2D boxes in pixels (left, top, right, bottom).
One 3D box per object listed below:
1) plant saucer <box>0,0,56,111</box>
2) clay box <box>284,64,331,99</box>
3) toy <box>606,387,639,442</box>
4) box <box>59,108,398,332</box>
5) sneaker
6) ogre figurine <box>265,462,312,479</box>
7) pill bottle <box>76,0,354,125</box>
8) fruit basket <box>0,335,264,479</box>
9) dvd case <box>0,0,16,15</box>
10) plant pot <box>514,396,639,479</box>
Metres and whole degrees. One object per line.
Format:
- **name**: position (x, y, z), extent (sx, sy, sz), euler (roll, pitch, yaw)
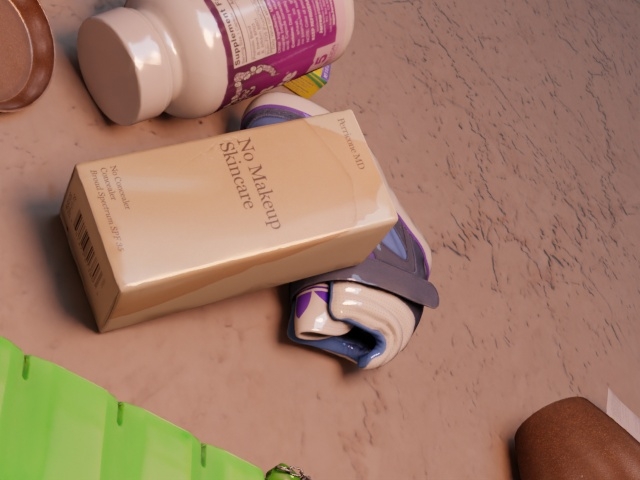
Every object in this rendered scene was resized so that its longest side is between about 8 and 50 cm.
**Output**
- **plant saucer**: position (-0.349, -0.211, 1.251), extent (0.168, 0.029, 0.169), euler (24, 59, -48)
- **clay box**: position (-0.082, -0.295, 1.575), extent (0.222, 0.053, 0.127), euler (31, 47, -26)
- **toy**: position (0.448, 0.326, 1.658), extent (0.237, 0.056, 0.137), euler (44, 37, -24)
- **box**: position (-0.094, -0.024, 1.246), extent (0.311, 0.121, 0.148), euler (-16, 73, -26)
- **sneaker**: position (0.000, 0.000, 1.391), extent (0.323, 0.130, 0.236), euler (49, 36, -15)
- **ogre figurine**: position (-0.008, 0.326, 1.197), extent (0.118, 0.097, 0.197), euler (14, 37, -16)
- **pill bottle**: position (-0.120, -0.238, 1.387), extent (0.301, 0.169, 0.169), euler (-27, 83, -33)
- **fruit basket**: position (-0.228, 0.284, 0.787), extent (0.392, 0.282, 0.392), euler (24, 56, -43)
- **dvd case**: position (-0.412, -0.301, 1.284), extent (0.180, 0.022, 0.253), euler (49, 41, -6)
- **plant pot**: position (0.337, 0.313, 1.470), extent (0.215, 0.215, 0.230), euler (9, 43, -40)
